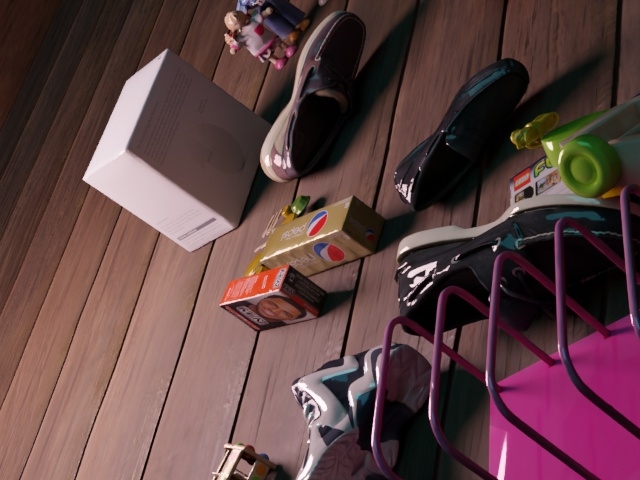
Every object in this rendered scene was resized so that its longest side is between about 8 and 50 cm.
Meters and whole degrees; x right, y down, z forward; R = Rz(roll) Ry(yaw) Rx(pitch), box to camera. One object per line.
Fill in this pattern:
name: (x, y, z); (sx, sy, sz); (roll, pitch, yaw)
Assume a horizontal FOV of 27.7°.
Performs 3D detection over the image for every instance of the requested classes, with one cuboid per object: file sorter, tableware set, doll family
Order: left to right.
doll family: (-0.077, -0.438, 2.275); (0.263, 0.163, 0.118); (-49, 27, 10)
tableware set: (-0.061, 0.004, 1.859); (0.104, 0.024, 0.154); (-35, 24, 49)
file sorter: (0.208, 0.114, 1.119); (0.291, 0.182, 0.202); (-34, 32, 35)

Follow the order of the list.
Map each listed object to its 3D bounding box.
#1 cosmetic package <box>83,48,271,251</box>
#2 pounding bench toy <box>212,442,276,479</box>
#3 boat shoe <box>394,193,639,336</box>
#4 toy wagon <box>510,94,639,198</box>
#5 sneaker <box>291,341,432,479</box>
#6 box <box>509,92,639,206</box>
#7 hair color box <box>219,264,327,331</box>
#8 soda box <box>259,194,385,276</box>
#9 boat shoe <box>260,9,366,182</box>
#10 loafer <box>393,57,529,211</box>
cosmetic package: (-0.229, -0.144, 2.099); (0.138, 0.225, 0.224); (-26, 37, 43)
pounding bench toy: (-0.103, 0.281, 1.574); (0.083, 0.052, 0.065); (-6, 52, 56)
boat shoe: (0.193, 0.038, 1.305); (0.340, 0.127, 0.113); (-11, 57, 47)
toy wagon: (0.328, -0.111, 1.187); (0.267, 0.068, 0.344); (-31, 12, -38)
sneaker: (0.012, 0.213, 1.423); (0.153, 0.094, 0.235); (-6, 53, 58)
box: (0.291, -0.072, 1.372); (0.207, 0.036, 0.114); (-35, 32, 34)
hair color box: (-0.065, 0.078, 1.734); (0.141, 0.072, 0.043); (-18, 42, 50)
soda box: (0.000, 0.000, 1.734); (0.181, 0.061, 0.058); (-21, 41, 48)
boat shoe: (0.006, -0.215, 1.950); (0.092, 0.103, 0.285); (11, 71, 56)
loafer: (0.178, -0.124, 1.587); (0.223, 0.076, 0.078); (-49, 31, 20)
